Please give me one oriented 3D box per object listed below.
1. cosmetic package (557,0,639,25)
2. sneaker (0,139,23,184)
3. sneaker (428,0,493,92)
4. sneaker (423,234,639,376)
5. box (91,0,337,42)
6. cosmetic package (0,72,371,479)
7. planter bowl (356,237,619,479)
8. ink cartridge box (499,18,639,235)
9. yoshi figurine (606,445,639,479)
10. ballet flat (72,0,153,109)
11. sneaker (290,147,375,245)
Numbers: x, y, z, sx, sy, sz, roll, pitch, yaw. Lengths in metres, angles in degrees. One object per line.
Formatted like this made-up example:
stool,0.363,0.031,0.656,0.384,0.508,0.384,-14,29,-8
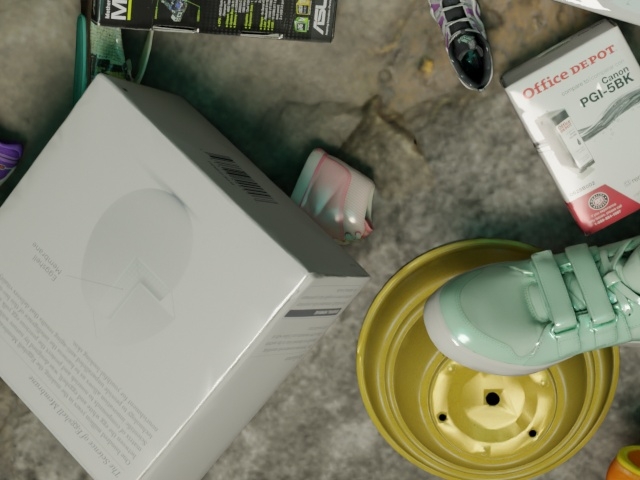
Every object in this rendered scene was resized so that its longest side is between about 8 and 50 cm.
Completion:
cosmetic package,0.218,-0.203,0.981,0.231,0.117,0.085,18,105,1
sneaker,-0.306,-0.115,1.076,0.071,0.068,0.170,-43,106,-3
sneaker,0.109,-0.159,1.022,0.038,0.069,0.098,-23,101,9
sneaker,0.207,0.021,0.986,0.256,0.094,0.151,-5,149,-21
box,-0.072,-0.247,0.997,0.184,0.045,0.190,1,105,-15
cosmetic package,-0.127,0.036,1.018,0.224,0.138,0.224,44,103,17
planter bowl,0.135,0.114,1.078,0.217,0.090,0.217,1,105,4
ink cartridge box,0.213,-0.088,1.039,0.099,0.056,0.135,-29,101,11
yoshi figurine,0.286,0.346,1.076,0.204,0.203,0.362,8,107,-5
ballet flat,-0.161,-0.185,1.046,0.070,0.070,0.188,4,106,3
sneaker,0.000,0.000,1.078,0.070,0.051,0.134,24,100,3
